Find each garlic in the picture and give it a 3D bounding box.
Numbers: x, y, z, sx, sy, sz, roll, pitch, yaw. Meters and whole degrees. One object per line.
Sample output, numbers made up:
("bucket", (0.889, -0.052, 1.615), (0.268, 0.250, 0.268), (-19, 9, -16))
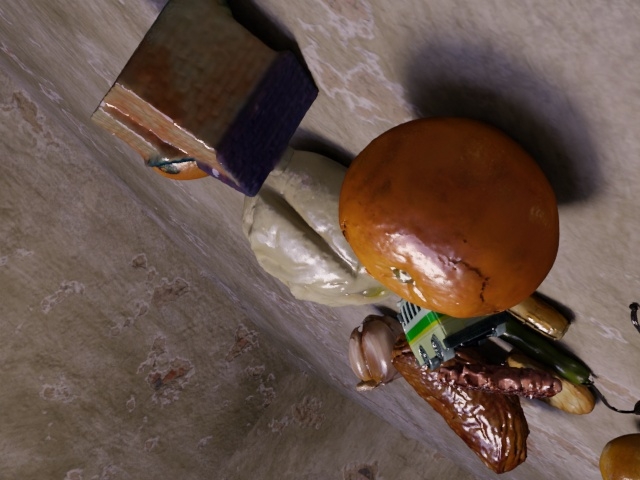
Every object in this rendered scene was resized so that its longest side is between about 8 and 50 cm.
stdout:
("garlic", (0.182, 0.283, 2.060), (0.214, 0.191, 0.160), (-4, 179, -39))

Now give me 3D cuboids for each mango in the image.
("mango", (0.685, 0.464, 1.498), (0.316, 0.146, 0.193), (18, 161, 16))

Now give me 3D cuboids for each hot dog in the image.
("hot dog", (0.332, 0.339, 1.811), (0.387, 0.174, 0.267), (47, 176, 14))

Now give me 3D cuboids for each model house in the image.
("model house", (-0.171, -0.213, 1.248), (0.280, 0.245, 0.312), (34, 168, -19))

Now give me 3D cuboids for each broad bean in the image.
("broad bean", (0.405, 0.201, 1.508), (0.254, 0.046, 0.065), (33, 178, 12))

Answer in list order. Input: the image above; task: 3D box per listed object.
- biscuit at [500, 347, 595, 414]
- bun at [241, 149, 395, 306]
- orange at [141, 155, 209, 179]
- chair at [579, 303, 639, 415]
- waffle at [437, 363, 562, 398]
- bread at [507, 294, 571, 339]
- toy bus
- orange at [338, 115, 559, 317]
("biscuit", (0.472, 0.295, 1.662), (0.203, 0.041, 0.260), (29, 164, 17))
("bun", (0.000, 0.000, 1.499), (0.365, 0.219, 0.365), (31, 165, 9))
("orange", (-0.249, -0.208, 1.496), (0.206, 0.206, 0.206), (34, 165, 11))
("chair", (0.504, 0.203, 1.117), (0.213, 0.149, 0.174), (37, 164, -17))
("waffle", (0.348, 0.271, 1.543), (0.234, 0.055, 0.221), (2, 167, 28))
("bread", (0.371, 0.126, 1.357), (0.106, 0.053, 0.072), (32, -172, 27))
("toy bus", (0.234, 0.138, 1.494), (0.165, 0.133, 0.276), (64, 169, 12))
("orange", (0.162, -0.032, 1.012), (0.284, 0.226, 0.284), (29, 164, 9))
